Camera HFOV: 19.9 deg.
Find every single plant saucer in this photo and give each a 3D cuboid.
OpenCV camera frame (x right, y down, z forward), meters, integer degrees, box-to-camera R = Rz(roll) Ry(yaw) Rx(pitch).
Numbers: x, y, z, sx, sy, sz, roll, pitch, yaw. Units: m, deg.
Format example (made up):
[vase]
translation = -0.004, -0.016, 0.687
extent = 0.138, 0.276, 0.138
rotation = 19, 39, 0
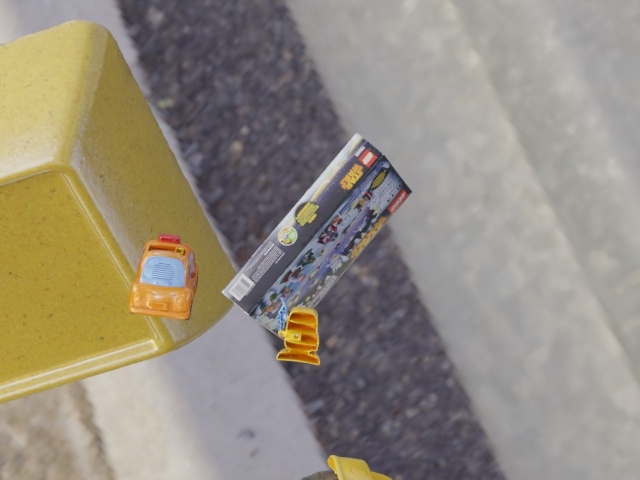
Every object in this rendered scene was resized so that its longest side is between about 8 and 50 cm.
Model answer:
[plant saucer]
translation = -0.256, 0.020, 1.364
extent = 0.333, 0.333, 0.081
rotation = -18, 48, 6

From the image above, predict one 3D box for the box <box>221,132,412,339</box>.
[box]
translation = 0.000, 0.000, 1.211
extent = 0.027, 0.094, 0.137
rotation = 40, 89, 19

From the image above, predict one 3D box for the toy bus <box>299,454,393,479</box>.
[toy bus]
translation = 0.070, 0.274, 1.303
extent = 0.211, 0.220, 0.149
rotation = 6, 35, -18

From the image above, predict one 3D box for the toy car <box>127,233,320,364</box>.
[toy car]
translation = -0.048, 0.025, 0.970
extent = 0.122, 0.040, 0.060
rotation = 13, 24, 16
